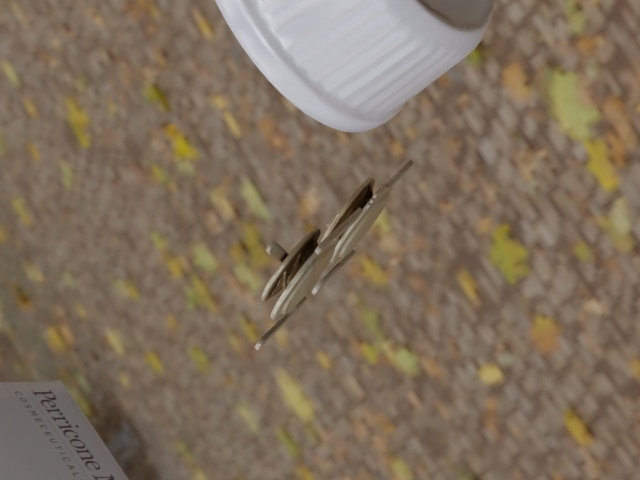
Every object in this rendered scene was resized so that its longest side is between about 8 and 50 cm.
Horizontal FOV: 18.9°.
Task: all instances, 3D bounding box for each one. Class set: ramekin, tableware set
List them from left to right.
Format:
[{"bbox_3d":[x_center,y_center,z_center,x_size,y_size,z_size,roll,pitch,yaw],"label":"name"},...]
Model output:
[{"bbox_3d":[0.000,0.000,1.616,0.039,0.194,0.128,37,126,7],"label":"tableware set"},{"bbox_3d":[0.028,-0.231,1.514,0.127,0.273,0.273,-25,98,30],"label":"ramekin"}]

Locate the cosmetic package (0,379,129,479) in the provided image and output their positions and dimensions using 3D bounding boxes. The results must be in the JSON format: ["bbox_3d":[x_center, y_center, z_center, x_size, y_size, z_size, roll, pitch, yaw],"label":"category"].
[{"bbox_3d":[-0.284,0.200,1.090,0.217,0.385,0.156,47,123,36],"label":"cosmetic package"}]
